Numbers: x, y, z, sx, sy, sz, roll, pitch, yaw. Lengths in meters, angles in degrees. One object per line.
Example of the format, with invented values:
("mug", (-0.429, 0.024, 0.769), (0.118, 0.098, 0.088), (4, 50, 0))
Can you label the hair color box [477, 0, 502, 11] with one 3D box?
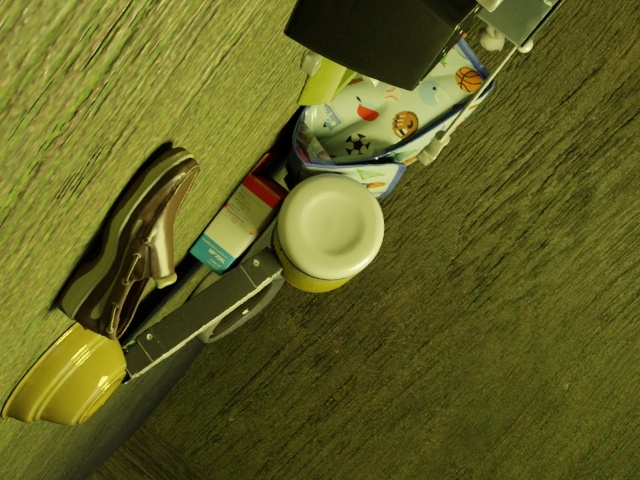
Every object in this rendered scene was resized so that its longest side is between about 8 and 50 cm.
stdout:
("hair color box", (0.195, -0.405, 0.660), (0.114, 0.185, 0.374), (-49, 178, -39))

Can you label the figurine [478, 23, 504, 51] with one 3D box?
("figurine", (0.357, -0.519, 1.744), (0.092, 0.215, 0.209), (-45, 179, -4))

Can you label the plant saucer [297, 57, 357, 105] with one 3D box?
("plant saucer", (0.052, -0.309, 1.264), (0.188, 0.045, 0.188), (-49, 178, -23))

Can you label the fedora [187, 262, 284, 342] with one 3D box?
("fedora", (-0.230, 0.134, 1.952), (0.275, 0.124, 0.244), (-33, 164, -42))

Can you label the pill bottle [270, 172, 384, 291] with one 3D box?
("pill bottle", (0.000, 0.000, 1.494), (0.188, 0.188, 0.334), (-50, 179, -13))

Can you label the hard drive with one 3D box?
("hard drive", (-0.242, 0.147, 1.479), (0.338, 0.064, 0.237), (-35, 180, -23))

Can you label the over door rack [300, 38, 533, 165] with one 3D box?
("over door rack", (0.162, -0.298, 1.082), (0.324, 0.239, 0.108), (-51, 180, 6))

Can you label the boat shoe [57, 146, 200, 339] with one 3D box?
("boat shoe", (-0.199, 0.012, 0.898), (0.257, 0.095, 0.095), (-51, 178, 26))

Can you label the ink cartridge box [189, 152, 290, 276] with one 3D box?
("ink cartridge box", (-0.132, -0.051, 1.458), (0.231, 0.078, 0.134), (-51, 178, 10))

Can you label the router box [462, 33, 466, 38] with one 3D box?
("router box", (0.195, -0.386, 1.934), (0.301, 0.082, 0.335), (-50, -175, -2))

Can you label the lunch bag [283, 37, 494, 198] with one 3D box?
("lunch bag", (0.104, -0.223, 1.518), (0.385, 0.239, 0.328), (-34, 176, -9))

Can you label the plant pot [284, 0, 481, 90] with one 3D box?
("plant pot", (0.098, -0.291, 0.904), (0.188, 0.167, 0.187), (-50, 179, -33))

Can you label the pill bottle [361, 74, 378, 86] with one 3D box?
("pill bottle", (0.107, -0.300, 1.316), (0.083, 0.043, 0.043), (-51, 178, -4))

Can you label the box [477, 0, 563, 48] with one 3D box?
("box", (0.209, -0.370, 0.936), (0.059, 0.232, 0.183), (-52, 180, -34))

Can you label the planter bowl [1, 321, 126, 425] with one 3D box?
("planter bowl", (-0.351, 0.203, 1.143), (0.217, 0.090, 0.217), (-50, 179, -2))
